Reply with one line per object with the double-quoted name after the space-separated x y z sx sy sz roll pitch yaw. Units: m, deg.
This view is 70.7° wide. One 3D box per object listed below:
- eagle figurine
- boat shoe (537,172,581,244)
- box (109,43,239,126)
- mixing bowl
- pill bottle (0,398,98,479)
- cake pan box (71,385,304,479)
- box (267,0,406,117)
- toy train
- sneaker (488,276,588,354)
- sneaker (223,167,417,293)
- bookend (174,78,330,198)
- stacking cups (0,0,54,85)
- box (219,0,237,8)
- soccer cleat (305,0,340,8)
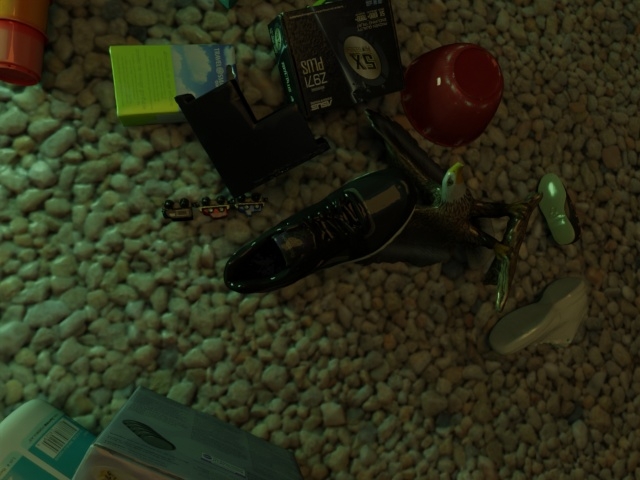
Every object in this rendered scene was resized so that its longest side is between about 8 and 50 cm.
0.172 -0.058 0.704 0.298 0.226 0.226 20 33 19 "eagle figurine"
0.432 -0.057 0.818 0.041 0.048 0.133 -2 75 -42 "boat shoe"
-0.214 -0.236 0.680 0.178 0.042 0.109 -8 86 -15 "box"
0.238 -0.261 0.766 0.181 0.098 0.182 1 83 -13 "mixing bowl"
-0.290 0.324 0.540 0.264 0.146 0.146 39 76 -6 "pill bottle"
-0.130 0.276 0.535 0.266 0.245 0.070 28 81 -10 "cake pan box"
0.027 -0.286 0.704 0.180 0.077 0.148 -19 109 -15 "box"
-0.156 -0.049 0.679 0.158 0.027 0.036 -7 88 -14 "toy train"
0.384 0.151 0.767 0.212 0.080 0.094 -28 102 -16 "sneaker"
0.000 0.000 0.599 0.283 0.124 0.107 -31 87 15 "sneaker"
-0.092 -0.168 0.638 0.156 0.072 0.157 -27 110 6 "bookend"
-0.408 -0.378 0.633 0.095 0.096 0.317 0 87 -14 "stacking cups"
-0.110 -0.502 0.729 0.100 0.060 0.244 38 76 -6 "box"
0.029 -0.384 0.755 0.179 0.060 0.072 -42 104 -8 "soccer cleat"
